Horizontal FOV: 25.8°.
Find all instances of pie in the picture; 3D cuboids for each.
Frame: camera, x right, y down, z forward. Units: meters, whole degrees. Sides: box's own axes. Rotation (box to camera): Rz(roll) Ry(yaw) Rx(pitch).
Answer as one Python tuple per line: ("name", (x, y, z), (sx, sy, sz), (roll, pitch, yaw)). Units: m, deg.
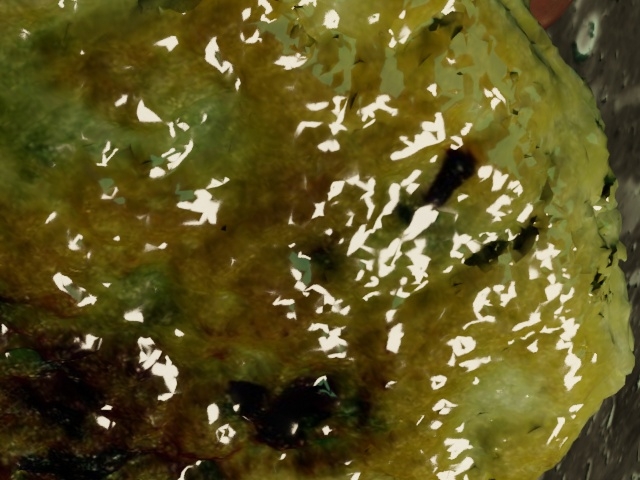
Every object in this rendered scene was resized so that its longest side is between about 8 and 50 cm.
("pie", (-0.048, 0.010, 0.479), (0.070, 0.323, 0.323), (-97, 176, -55))

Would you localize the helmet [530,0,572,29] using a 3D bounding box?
("helmet", (0.083, -0.166, 0.687), (0.155, 0.106, 0.175), (11, 93, -54))
